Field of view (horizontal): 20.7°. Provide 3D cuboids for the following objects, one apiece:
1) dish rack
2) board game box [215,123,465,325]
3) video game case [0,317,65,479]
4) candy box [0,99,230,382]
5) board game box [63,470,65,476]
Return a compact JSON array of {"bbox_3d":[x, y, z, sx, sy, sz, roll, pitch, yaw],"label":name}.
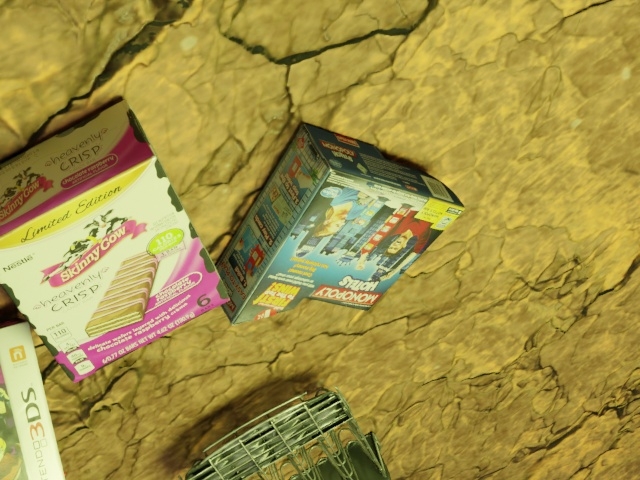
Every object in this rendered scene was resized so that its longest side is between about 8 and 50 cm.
[{"bbox_3d":[-0.040,0.242,1.870,0.208,0.074,0.271,-31,145,-3],"label":"dish rack"},{"bbox_3d":[0.000,0.000,1.591,0.194,0.060,0.194,15,127,-48],"label":"board game box"},{"bbox_3d":[-0.335,0.195,1.480,0.232,0.210,0.042,-15,-172,-23],"label":"video game case"},{"bbox_3d":[-0.183,0.007,1.445,0.159,0.071,0.233,-28,146,-3],"label":"candy box"},{"bbox_3d":[-0.347,0.279,1.650,0.193,0.045,0.147,-45,167,22],"label":"board game box"}]
